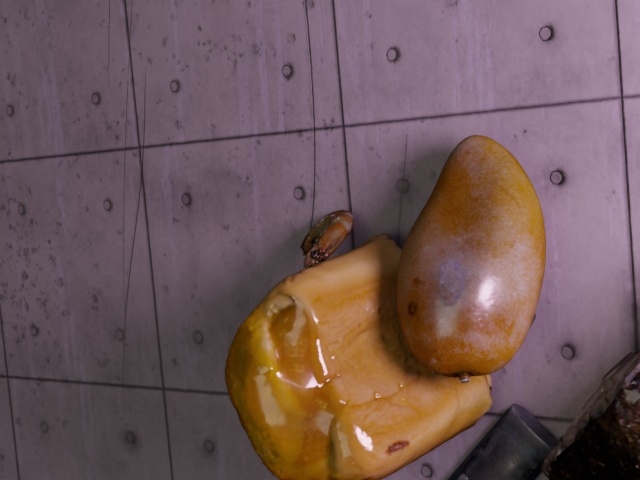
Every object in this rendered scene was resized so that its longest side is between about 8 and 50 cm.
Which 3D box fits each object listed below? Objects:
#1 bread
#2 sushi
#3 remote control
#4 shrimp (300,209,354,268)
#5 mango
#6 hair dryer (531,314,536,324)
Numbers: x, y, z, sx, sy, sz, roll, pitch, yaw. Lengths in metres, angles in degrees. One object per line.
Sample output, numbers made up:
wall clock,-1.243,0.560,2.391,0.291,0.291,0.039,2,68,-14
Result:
bread,0.035,0.212,1.712,0.250,0.394,0.361,-36,79,49
sushi,0.472,0.268,1.483,0.207,0.234,0.348,42,151,16
remote control,0.254,0.438,1.781,0.107,0.044,0.377,47,120,25
shrimp,0.000,0.000,1.822,0.099,0.180,0.041,-13,118,28
mango,0.232,0.028,1.624,0.221,0.199,0.384,3,77,16
hair dryer,0.275,0.109,1.722,0.150,0.047,0.071,41,116,31
